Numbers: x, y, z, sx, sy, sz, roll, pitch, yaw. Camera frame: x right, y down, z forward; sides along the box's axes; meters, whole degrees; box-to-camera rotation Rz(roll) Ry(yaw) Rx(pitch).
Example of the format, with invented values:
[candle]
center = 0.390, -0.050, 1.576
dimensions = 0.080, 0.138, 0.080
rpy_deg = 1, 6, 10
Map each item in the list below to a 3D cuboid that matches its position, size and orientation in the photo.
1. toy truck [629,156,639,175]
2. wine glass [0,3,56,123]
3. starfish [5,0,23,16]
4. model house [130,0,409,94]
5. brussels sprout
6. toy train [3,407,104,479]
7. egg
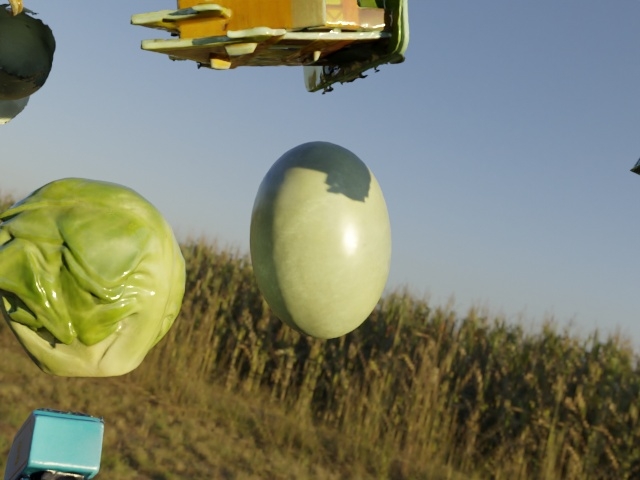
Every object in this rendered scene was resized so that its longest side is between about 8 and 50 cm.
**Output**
[toy truck]
center = 0.503, -0.218, 1.000
dimensions = 0.133, 0.338, 0.184
rpy_deg = 23, -18, 1
[wine glass]
center = -0.536, -0.292, 1.329
dimensions = 0.143, 0.143, 0.321
rpy_deg = 18, -11, -27
[starfish]
center = -0.392, -0.311, 0.818
dimensions = 0.190, 0.146, 0.074
rpy_deg = 45, -54, -6
[model house]
center = -0.098, -0.325, 1.009
dimensions = 0.312, 0.243, 0.357
rpy_deg = -2, 4, -21
[brussels sprout]
center = -0.384, 0.056, 1.280
dimensions = 0.328, 0.328, 0.247
rpy_deg = 13, 12, 15
[toy train]
center = -0.567, 0.498, 1.653
dimensions = 0.188, 0.265, 0.300
rpy_deg = 15, -35, -26
[egg]
center = 0.000, 0.000, 1.408
dimensions = 0.258, 0.352, 0.258
rpy_deg = 1, 1, 0
